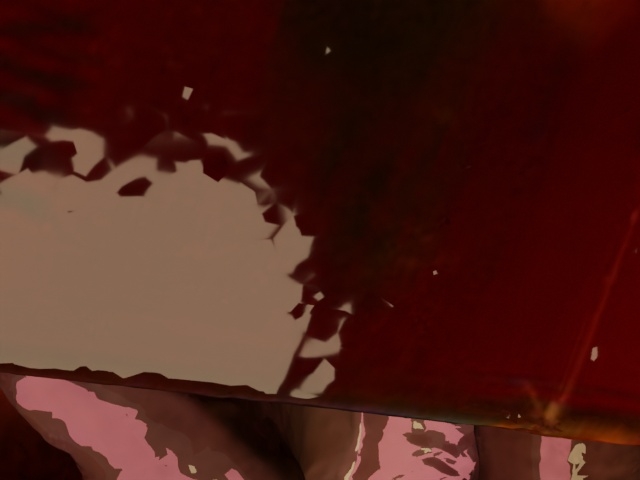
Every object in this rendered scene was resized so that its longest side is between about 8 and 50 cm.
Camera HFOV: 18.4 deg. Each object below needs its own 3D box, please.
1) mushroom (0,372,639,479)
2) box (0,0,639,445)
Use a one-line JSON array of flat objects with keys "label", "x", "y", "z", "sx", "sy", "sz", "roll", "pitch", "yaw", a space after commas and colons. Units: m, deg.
[{"label": "mushroom", "x": 0.000, "y": 0.000, "z": 0.546, "sx": 0.151, "sy": 0.156, "sz": 0.285, "roll": -36, "pitch": 109, "yaw": 20}, {"label": "box", "x": -0.035, "y": -0.074, "z": 0.384, "sx": 0.313, "sy": 0.089, "sz": 0.197, "roll": 9, "pitch": 112, "yaw": -25}]
